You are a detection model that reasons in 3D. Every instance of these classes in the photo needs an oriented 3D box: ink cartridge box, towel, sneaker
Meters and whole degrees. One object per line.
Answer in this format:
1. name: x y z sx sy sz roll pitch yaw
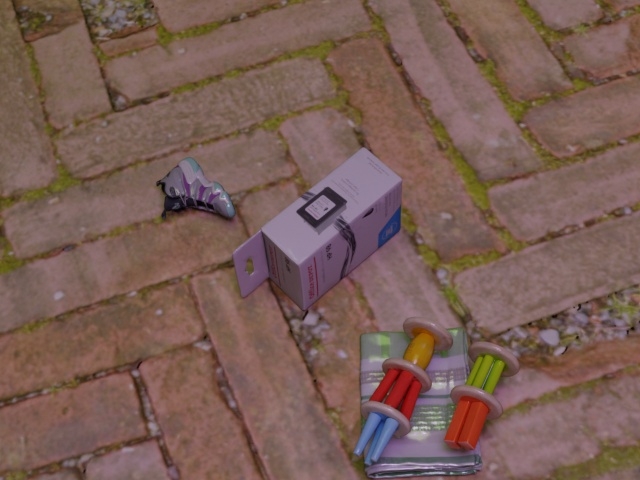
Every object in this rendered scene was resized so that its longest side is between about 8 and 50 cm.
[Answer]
1. ink cartridge box: 0.000 0.000 1.162 0.180 0.104 0.060 -40 66 -18
2. towel: 0.095 0.155 1.110 0.113 0.023 0.152 -2 59 1
3. sneaker: -0.142 -0.042 1.237 0.069 0.038 0.098 -37 54 -16

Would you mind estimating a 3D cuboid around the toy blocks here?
1. toy blocks: 0.105 0.157 1.066 0.123 0.054 0.148 20 61 18
